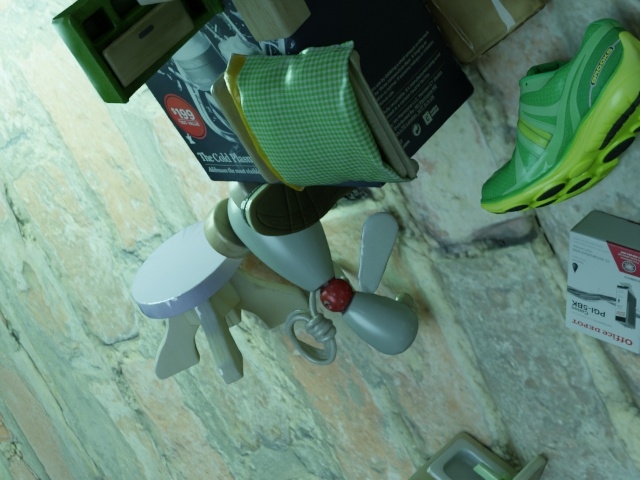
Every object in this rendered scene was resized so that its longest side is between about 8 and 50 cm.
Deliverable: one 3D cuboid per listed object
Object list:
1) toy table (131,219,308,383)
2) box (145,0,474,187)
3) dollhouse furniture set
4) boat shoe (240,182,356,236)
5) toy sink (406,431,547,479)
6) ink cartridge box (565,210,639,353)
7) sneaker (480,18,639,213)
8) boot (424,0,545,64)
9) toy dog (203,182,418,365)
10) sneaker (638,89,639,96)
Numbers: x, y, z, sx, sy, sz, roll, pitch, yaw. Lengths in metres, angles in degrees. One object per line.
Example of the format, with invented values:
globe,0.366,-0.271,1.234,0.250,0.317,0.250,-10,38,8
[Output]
toy table,-0.163,0.090,1.749,0.252,0.274,0.160,-22,111,17
box,-0.060,-0.234,1.337,0.343,0.179,0.312,5,134,53
dollhouse furniture set,-0.074,-0.132,1.131,0.198,0.151,0.301,5,135,49
boat shoe,-0.018,-0.074,1.481,0.073,0.224,0.080,14,130,47
toy sink,0.190,0.370,1.646,0.131,0.153,0.234,36,139,23
ink cartridge box,0.332,0.047,1.339,0.099,0.056,0.135,20,130,35
sneaker,0.260,-0.125,1.272,0.295,0.109,0.123,-52,54,52
boot,0.086,-0.301,1.316,0.269,0.089,0.236,52,148,-3
toy dog,0.000,0.000,1.608,0.220,0.161,0.333,-14,122,47
sneaker,0.369,-0.168,1.072,0.130,0.147,0.329,14,126,40
